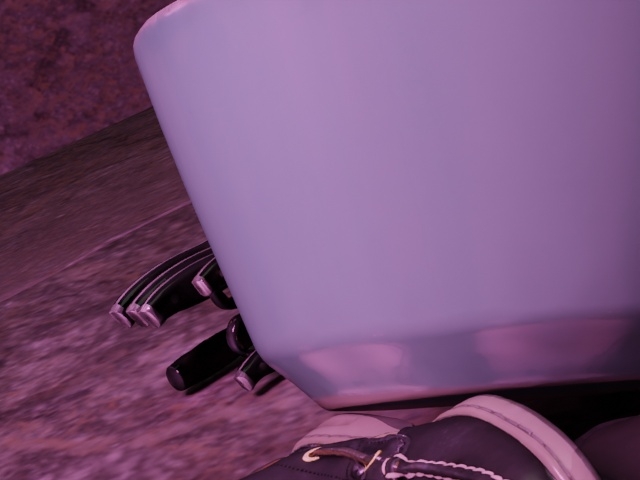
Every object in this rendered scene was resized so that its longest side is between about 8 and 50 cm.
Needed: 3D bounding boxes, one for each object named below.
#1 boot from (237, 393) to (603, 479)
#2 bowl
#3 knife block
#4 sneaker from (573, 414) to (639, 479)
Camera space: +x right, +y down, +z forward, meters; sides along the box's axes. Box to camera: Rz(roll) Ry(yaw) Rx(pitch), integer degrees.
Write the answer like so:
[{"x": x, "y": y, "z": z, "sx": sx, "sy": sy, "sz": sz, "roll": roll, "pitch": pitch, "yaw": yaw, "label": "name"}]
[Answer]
[{"x": -0.010, "y": 0.131, "z": 0.635, "sx": 0.179, "sy": 0.085, "sz": 0.236, "roll": -28, "pitch": 7, "yaw": -23, "label": "boot"}, {"x": 0.082, "y": -0.015, "z": 0.768, "sx": 0.312, "sy": 0.163, "sz": 0.311, "roll": -5, "pitch": -7, "yaw": -1, "label": "bowl"}, {"x": 0.000, "y": 0.000, "z": 1.151, "sx": 0.242, "sy": 0.088, "sz": 0.275, "roll": -20, "pitch": 14, "yaw": 10, "label": "knife block"}, {"x": 0.191, "y": 0.036, "z": 0.585, "sx": 0.283, "sy": 0.124, "sz": 0.107, "roll": -13, "pitch": 15, "yaw": 38, "label": "sneaker"}]
